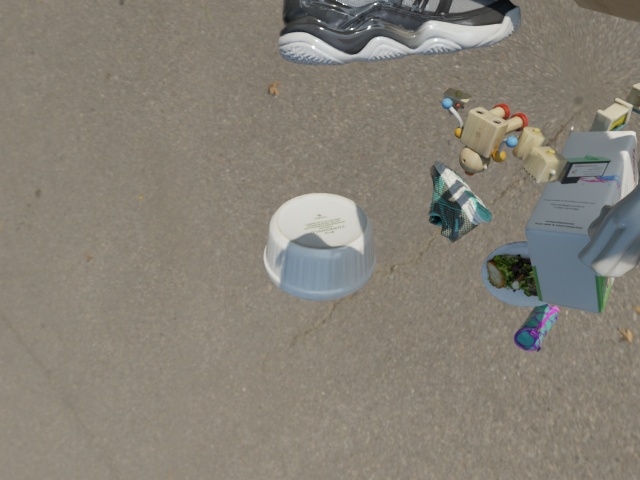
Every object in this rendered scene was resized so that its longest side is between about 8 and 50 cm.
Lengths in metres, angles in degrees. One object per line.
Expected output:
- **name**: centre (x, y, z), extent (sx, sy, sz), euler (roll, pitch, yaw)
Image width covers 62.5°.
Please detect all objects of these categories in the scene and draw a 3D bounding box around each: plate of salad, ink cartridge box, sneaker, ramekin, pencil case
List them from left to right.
- **ramekin**: centre (0.000, 0.000, 1.222), extent (0.273, 0.273, 0.127), euler (20, 133, 21)
- **sneaker**: centre (0.084, -0.269, 0.543), extent (0.269, 0.101, 0.152), euler (-9, 111, -9)
- **sneaker**: centre (0.185, -0.059, 0.780), extent (0.065, 0.166, 0.076), euler (34, 113, -24)
- **plate of salad**: centre (0.483, 0.088, 1.246), extent (0.200, 0.048, 0.199), euler (10, 127, 14)
- **pencil case**: centre (0.531, 0.212, 1.293), extent (0.064, 0.152, 0.070), euler (49, 133, 11)
- **ink cartridge box**: centre (0.490, -0.041, 0.974), extent (0.117, 0.278, 0.201), euler (10, 141, 39)

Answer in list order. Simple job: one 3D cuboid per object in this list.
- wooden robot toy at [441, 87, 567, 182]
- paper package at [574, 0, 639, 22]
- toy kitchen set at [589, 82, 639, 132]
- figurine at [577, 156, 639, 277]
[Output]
- **wooden robot toy**: centre (0.196, -0.106, 0.605), extent (0.173, 0.076, 0.079), euler (44, 138, 33)
- **paper package**: centre (0.309, -0.391, 0.538), extent (0.325, 0.309, 0.168), euler (31, 113, -23)
- **toy kitchen set**: centre (0.749, -0.236, 1.187), extent (0.207, 0.166, 0.122), euler (47, 165, 37)
- **figurine**: centre (0.451, -0.016, 0.647), extent (0.215, 0.092, 0.209), euler (48, 143, 36)
